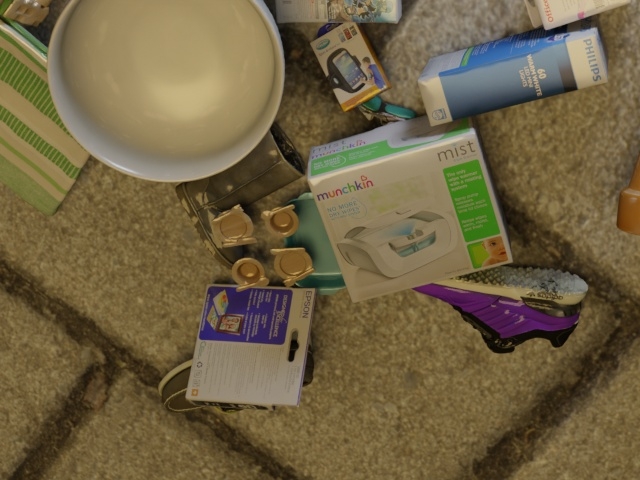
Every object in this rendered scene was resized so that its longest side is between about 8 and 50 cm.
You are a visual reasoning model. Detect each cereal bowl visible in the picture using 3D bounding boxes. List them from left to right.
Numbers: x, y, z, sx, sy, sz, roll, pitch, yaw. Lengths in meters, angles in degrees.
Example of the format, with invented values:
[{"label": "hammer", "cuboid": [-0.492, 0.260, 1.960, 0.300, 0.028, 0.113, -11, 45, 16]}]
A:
[{"label": "cereal bowl", "cuboid": [-0.216, -0.262, 1.789, 0.339, 0.141, 0.339, 0, 119, 1]}]

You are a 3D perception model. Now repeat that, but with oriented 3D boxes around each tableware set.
[{"label": "tableware set", "cuboid": [-0.092, 0.011, 2.015, 0.141, 0.020, 0.169, -13, 117, 8]}]

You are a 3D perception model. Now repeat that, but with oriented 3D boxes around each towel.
[{"label": "towel", "cuboid": [-0.483, -0.196, 2.014, 0.248, 0.038, 0.325, 38, 136, -6]}]

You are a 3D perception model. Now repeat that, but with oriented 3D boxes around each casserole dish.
[{"label": "casserole dish", "cuboid": [0.000, 0.000, 2.036, 0.114, 0.037, 0.188, -1, 115, 13]}]

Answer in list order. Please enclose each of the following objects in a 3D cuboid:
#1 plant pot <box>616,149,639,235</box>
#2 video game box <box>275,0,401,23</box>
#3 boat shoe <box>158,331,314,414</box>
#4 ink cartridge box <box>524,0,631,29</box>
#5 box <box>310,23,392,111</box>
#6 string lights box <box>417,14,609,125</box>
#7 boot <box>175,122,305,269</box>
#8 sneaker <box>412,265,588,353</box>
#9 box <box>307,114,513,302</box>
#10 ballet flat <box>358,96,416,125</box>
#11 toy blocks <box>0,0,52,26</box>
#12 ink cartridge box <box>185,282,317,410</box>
[{"label": "plant pot", "cuboid": [0.538, -0.103, 1.784, 0.205, 0.205, 0.188, 5, 100, 12]}, {"label": "video game box", "cuboid": [0.023, -0.422, 1.816, 0.187, 0.048, 0.205, 4, 115, 15]}, {"label": "boat shoe", "cuboid": [-0.148, 0.244, 2.136, 0.305, 0.091, 0.109, -22, 147, 21]}, {"label": "ink cartridge box", "cuboid": [0.358, -0.366, 1.757, 0.143, 0.090, 0.092, -14, 109, 20]}, {"label": "box", "cuboid": [0.043, -0.275, 1.893, 0.081, 0.028, 0.136, -28, 89, 21]}, {"label": "string lights box", "cuboid": [0.282, -0.250, 1.804, 0.259, 0.133, 0.077, -12, 109, 19]}, {"label": "boot", "cuboid": [-0.112, -0.069, 2.026, 0.208, 0.076, 0.190, -28, 107, 16]}, {"label": "sneaker", "cuboid": [0.269, 0.111, 1.987, 0.293, 0.102, 0.146, 11, 116, 9]}, {"label": "box", "cuboid": [0.139, -0.059, 1.903, 0.262, 0.127, 0.231, -14, 118, 11]}, {"label": "ballet flat", "cuboid": [0.092, -0.199, 1.929, 0.114, 0.041, 0.041, 24, 117, 4]}, {"label": "toy blocks", "cuboid": [-0.438, -0.457, 1.806, 0.309, 0.288, 0.260, 47, 107, 22]}, {"label": "ink cartridge box", "cuboid": [-0.109, 0.177, 2.061, 0.208, 0.045, 0.206, 1, 69, 23]}]
